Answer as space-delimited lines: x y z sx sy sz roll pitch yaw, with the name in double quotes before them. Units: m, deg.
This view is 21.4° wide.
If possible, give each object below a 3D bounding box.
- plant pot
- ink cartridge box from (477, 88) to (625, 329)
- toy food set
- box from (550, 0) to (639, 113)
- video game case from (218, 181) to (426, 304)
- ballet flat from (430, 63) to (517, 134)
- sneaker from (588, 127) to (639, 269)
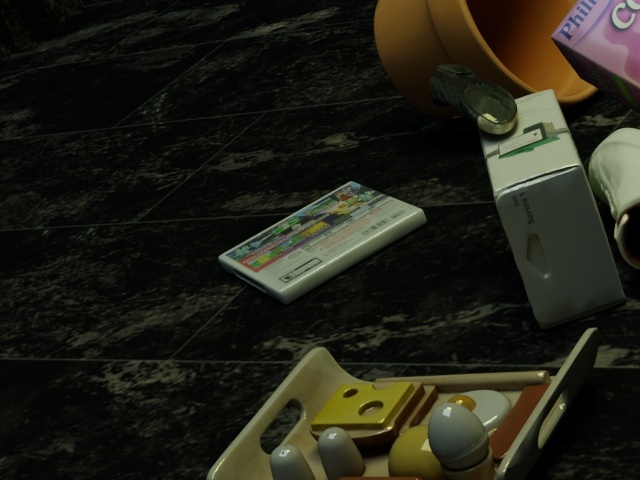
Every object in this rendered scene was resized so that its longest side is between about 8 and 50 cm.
"plant pot" 0.208 -0.279 2.161 0.203 0.291 0.291 -23 14 47
"ink cartridge box" 0.228 -0.035 1.701 0.093 0.160 0.219 -19 23 8
"toy food set" 0.074 0.154 1.502 0.306 0.092 0.220 -5 28 34
"box" 0.411 -0.224 1.786 0.243 0.117 0.213 37 90 33
"video game case" 0.000 0.000 2.010 0.201 0.023 0.183 -30 24 -17
"ballet flat" 0.161 -0.140 1.752 0.057 0.049 0.173 -3 22 -16
"sneaker" 0.316 -0.037 1.681 0.123 0.106 0.290 -47 11 -7
